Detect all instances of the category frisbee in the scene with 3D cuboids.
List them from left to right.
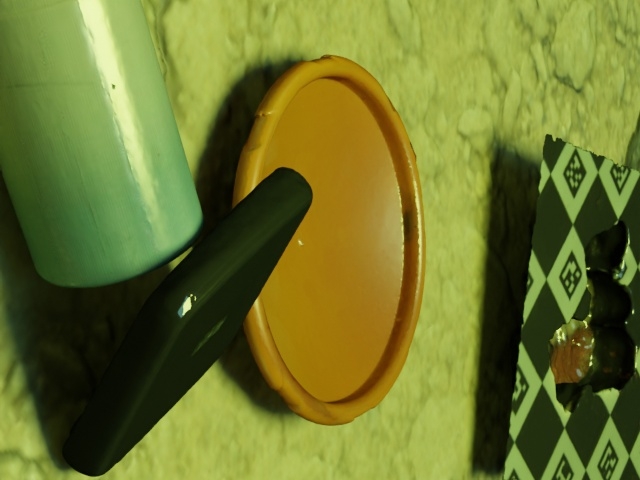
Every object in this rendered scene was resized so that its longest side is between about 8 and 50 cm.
[{"bbox_3d":[0.000,0.000,0.940,0.192,0.035,0.192,5,84,-61],"label":"frisbee"}]

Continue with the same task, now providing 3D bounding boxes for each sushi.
[{"bbox_3d":[0.172,0.055,1.224,0.231,0.047,0.220,14,82,-54],"label":"sushi"}]

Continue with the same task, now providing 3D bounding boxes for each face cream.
[{"bbox_3d":[-0.113,-0.106,0.708,0.077,0.077,0.250,-48,129,-49],"label":"face cream"}]

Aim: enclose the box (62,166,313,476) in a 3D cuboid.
[{"bbox_3d":[-0.057,0.033,0.786,0.126,0.027,0.125,-46,170,-49],"label":"box"}]
